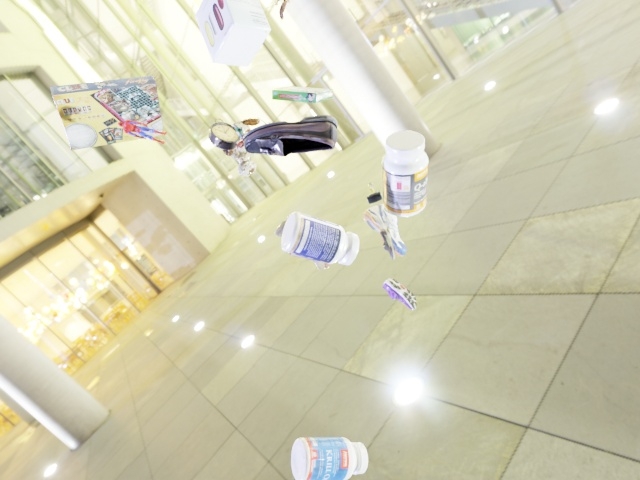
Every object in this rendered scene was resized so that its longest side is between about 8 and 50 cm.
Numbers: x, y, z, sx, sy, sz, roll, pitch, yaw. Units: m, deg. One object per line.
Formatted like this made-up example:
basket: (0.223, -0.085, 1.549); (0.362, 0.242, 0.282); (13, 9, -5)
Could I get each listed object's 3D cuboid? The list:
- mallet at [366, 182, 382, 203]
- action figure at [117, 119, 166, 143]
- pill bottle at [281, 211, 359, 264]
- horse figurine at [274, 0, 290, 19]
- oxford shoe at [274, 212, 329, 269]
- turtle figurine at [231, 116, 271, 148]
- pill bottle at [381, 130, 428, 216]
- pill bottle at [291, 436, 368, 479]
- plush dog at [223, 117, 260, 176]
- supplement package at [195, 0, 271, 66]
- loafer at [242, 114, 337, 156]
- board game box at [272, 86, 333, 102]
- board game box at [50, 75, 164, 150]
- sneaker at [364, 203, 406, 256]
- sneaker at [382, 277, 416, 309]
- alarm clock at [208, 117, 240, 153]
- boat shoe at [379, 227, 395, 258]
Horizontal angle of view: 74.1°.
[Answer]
mallet: (0.229, -0.211, 1.794); (0.062, 0.039, 0.190); (-17, 25, 17)
action figure: (-0.431, -0.264, 1.022); (0.030, 0.115, 0.038); (-87, 16, -72)
pill bottle: (0.000, 0.000, 1.573); (0.153, 0.264, 0.153); (-163, 90, -71)
horse figurine: (-0.097, -0.998, 1.646); (0.263, 0.066, 0.175); (-40, 26, 42)
oxford shoe: (-0.081, 0.029, 1.872); (0.130, 0.348, 0.123); (-40, 37, -4)
turtle figurine: (-0.236, -0.394, 1.654); (0.175, 0.118, 0.234); (-27, 46, -37)
pill bottle: (0.300, -0.235, 1.510); (0.162, 0.279, 0.162); (-5, 43, 5)
pill bottle: (0.031, 0.678, 1.318); (0.124, 0.221, 0.125); (-37, 48, 57)
plush dog: (-0.371, -0.475, 2.016); (0.263, 0.210, 0.225); (-54, -18, -12)
supplement package: (-0.308, -0.756, 1.473); (0.149, 0.203, 0.194); (-13, -14, -40)
loafer: (-0.095, -0.297, 1.269); (0.302, 0.095, 0.109); (-8, -19, 15)
board game box: (-0.078, -0.703, 2.036); (0.213, 0.046, 0.317); (8, 24, 14)
board game box: (-0.553, -0.338, 1.126); (0.243, 0.042, 0.165); (-17, -37, -24)
sneaker: (0.342, -0.061, 2.061); (0.130, 0.297, 0.112); (-29, -21, -16)
sneaker: (0.338, 0.232, 1.805); (0.068, 0.170, 0.071); (-39, -9, -51)
alarm clock: (-0.412, -0.453, 1.798); (0.129, 0.192, 0.064); (-3, -34, -31)
boat shoe: (0.305, 0.018, 1.926); (0.049, 0.152, 0.056); (-15, 19, 7)
